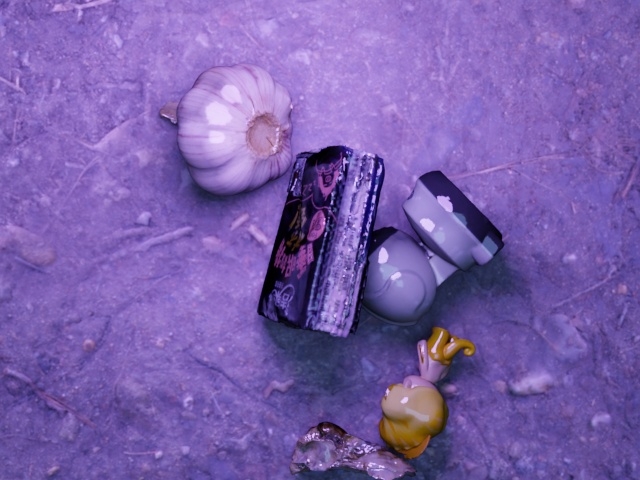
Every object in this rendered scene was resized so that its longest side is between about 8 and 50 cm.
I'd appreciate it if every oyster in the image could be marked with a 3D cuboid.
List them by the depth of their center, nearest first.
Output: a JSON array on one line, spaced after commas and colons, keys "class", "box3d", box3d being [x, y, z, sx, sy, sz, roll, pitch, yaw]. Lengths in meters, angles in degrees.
[{"class": "oyster", "box3d": [0.063, 0.396, 1.762, 0.232, 0.161, 0.107, 7, 68, 5]}]

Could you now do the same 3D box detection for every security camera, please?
[{"class": "security camera", "box3d": [0.173, 0.026, 1.746, 0.191, 0.197, 0.277, 45, 97, -1]}]

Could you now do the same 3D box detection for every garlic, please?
[{"class": "garlic", "box3d": [-0.192, -0.210, 1.745, 0.253, 0.245, 0.245, 16, 89, 35]}]

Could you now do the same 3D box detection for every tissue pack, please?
[{"class": "tissue pack", "box3d": [0.000, 0.000, 1.707, 0.123, 0.245, 0.333, 14, 87, -24]}]

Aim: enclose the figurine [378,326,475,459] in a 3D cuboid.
[{"class": "figurine", "box3d": [0.191, 0.283, 1.775, 0.156, 0.131, 0.246, 29, 79, -36]}]
